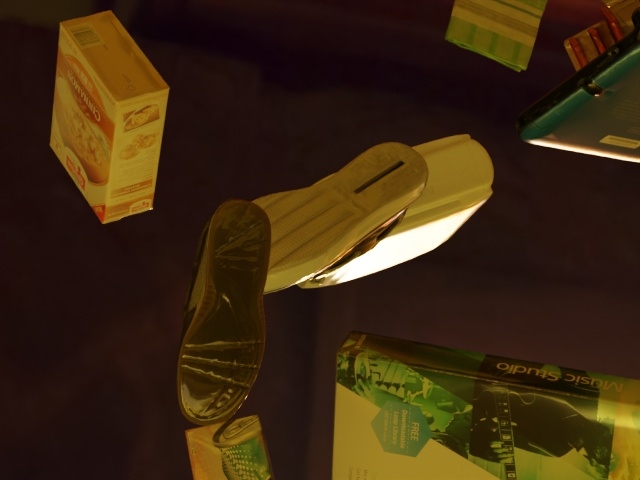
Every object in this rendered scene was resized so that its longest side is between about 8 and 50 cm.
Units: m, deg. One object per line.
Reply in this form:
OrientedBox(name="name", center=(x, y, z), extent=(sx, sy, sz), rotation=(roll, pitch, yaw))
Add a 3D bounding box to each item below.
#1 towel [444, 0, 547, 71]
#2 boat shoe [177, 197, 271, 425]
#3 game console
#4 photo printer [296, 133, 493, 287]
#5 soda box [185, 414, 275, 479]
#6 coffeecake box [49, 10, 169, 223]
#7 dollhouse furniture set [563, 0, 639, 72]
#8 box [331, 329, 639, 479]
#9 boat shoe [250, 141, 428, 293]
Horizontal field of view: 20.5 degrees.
OrientedBox(name="towel", center=(0.220, -0.292, 2.165), extent=(0.023, 0.113, 0.152), rotation=(138, 151, -71))
OrientedBox(name="boat shoe", center=(-0.094, 0.067, 1.720), extent=(0.073, 0.080, 0.224), rotation=(-131, 50, -76))
OrientedBox(name="game console", center=(0.318, -0.213, 1.663), extent=(0.250, 0.293, 0.173), rotation=(-36, 65, 31))
OrientedBox(name="photo printer", center=(0.082, -0.031, 2.428), extent=(0.307, 0.256, 0.107), rotation=(124, 126, -72))
OrientedBox(name="soda box", center=(-0.058, 0.234, 1.381), extent=(0.058, 0.063, 0.183), rotation=(83, 175, -74))
OrientedBox(name="coffeecake box", center=(-0.238, -0.137, 1.974), extent=(0.142, 0.068, 0.185), rotation=(52, 146, 33))
OrientedBox(name="dollhouse furniture set", center=(0.404, -0.202, 2.146), extent=(0.262, 0.135, 0.259), rotation=(60, -176, -26))
OrientedBox(name="box", center=(0.169, 0.218, 1.609), extent=(0.058, 0.322, 0.232), rotation=(-57, -28, -61))
OrientedBox(name="boat shoe", center=(0.000, 0.000, 2.140), extent=(0.121, 0.335, 0.119), rotation=(45, 145, 29))
